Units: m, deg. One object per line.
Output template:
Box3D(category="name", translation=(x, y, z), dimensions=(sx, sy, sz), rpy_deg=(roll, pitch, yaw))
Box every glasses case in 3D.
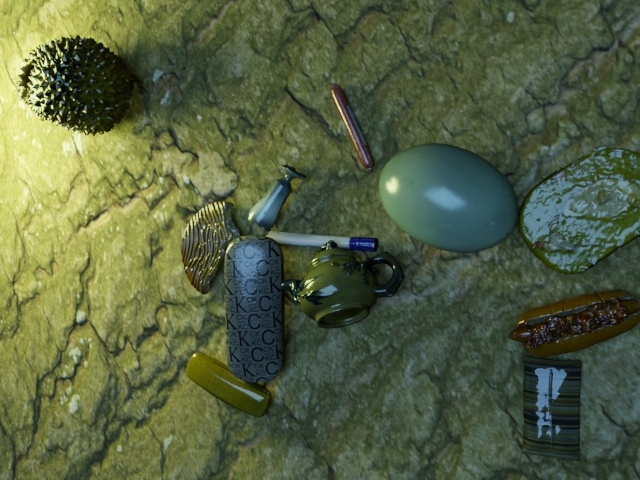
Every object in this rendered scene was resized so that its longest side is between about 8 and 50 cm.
Box3D(category="glasses case", translation=(-0.151, 0.162, 1.326), dimensions=(0.137, 0.085, 0.354), rpy_deg=(1, 102, 2))
Box3D(category="glasses case", translation=(-0.226, 0.353, 1.391), dimensions=(0.234, 0.064, 0.079), rpy_deg=(25, 106, 18))

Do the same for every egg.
Box3D(category="egg", translation=(0.250, -0.085, 1.128), dimensions=(0.283, 0.203, 0.202), rpy_deg=(25, 100, 23))

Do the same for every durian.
Box3D(category="durian", translation=(-0.624, -0.393, 1.436), dimensions=(0.293, 0.258, 0.257), rpy_deg=(16, 97, 30))

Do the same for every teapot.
Box3D(category="teapot", translation=(0.044, 0.083, 1.243), dimensions=(0.270, 0.173, 0.182), rpy_deg=(-19, 63, 10))

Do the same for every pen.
Box3D(category="pen", translation=(0.000, 0.001, 1.315), dimensions=(0.269, 0.033, 0.033), rpy_deg=(4, 93, 20))

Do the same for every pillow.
Box3D(category="pillow", translation=(0.466, 0.338, 1.147), dimensions=(0.113, 0.038, 0.203), rpy_deg=(0, 91, 21))

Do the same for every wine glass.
Box3D(category="wine glass", translation=(-0.103, -0.102, 1.330), dimensions=(0.072, 0.072, 0.155), rpy_deg=(38, 103, 15))

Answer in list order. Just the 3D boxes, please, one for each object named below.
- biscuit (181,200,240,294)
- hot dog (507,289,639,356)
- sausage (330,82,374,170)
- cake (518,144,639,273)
Box3D(category="biscuit", translation=(-0.275, 0.020, 1.409), dimensions=(0.177, 0.031, 0.228), rpy_deg=(-4, 87, 29))
Box3D(category="hot dog", translation=(0.494, 0.166, 1.112), dimensions=(0.249, 0.076, 0.102), rpy_deg=(-19, 88, 19))
Box3D(category="sausage", translation=(0.072, -0.256, 1.282), dimensions=(0.030, 0.029, 0.222), rpy_deg=(-26, 83, 19))
Box3D(category="cake", translation=(0.501, -0.064, 1.068), dimensions=(0.261, 0.156, 0.179), rpy_deg=(-39, 85, 15))
